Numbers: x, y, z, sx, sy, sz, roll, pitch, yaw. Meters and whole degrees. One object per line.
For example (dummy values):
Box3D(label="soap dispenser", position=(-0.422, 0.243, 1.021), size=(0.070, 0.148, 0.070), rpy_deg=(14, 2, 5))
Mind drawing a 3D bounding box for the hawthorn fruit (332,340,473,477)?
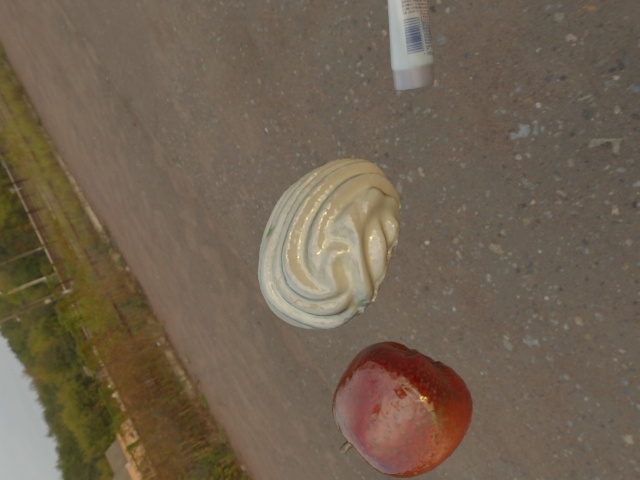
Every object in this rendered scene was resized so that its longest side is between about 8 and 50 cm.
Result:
Box3D(label="hawthorn fruit", position=(0.156, 0.357, 0.933), size=(0.275, 0.299, 0.275), rpy_deg=(48, 178, 2))

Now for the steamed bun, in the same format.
Box3D(label="steamed bun", position=(0.000, 0.000, 0.436), size=(0.106, 0.183, 0.183), rpy_deg=(23, 150, -12))

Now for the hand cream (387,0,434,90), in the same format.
Box3D(label="hand cream", position=(0.172, -0.426, 0.854), size=(0.083, 0.133, 0.248), rpy_deg=(8, 115, 39))
